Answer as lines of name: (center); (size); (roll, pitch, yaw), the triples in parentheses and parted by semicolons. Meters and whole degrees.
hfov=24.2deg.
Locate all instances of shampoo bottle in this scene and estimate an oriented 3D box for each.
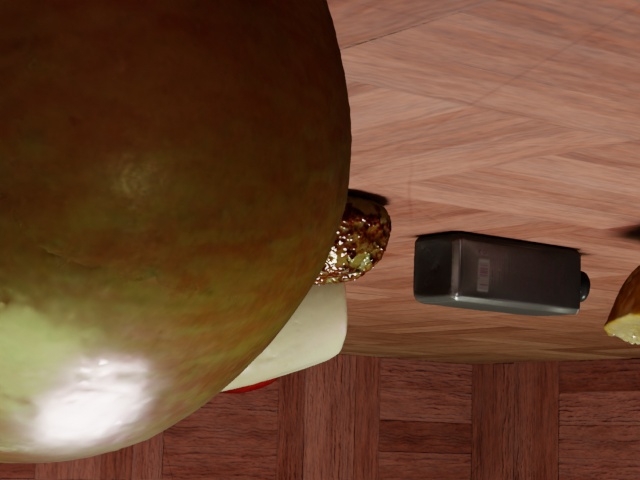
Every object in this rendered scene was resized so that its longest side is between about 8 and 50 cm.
shampoo bottle: (0.223, 0.044, 1.767); (0.246, 0.080, 0.079); (8, 171, -37)

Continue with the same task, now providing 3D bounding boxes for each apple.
apple: (-0.108, -0.046, 0.588); (0.264, 0.264, 0.264); (2, 172, 0)

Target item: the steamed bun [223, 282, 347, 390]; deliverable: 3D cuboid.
steamed bun: (-0.080, 0.048, 1.611); (0.225, 0.200, 0.170); (-13, 135, -19)

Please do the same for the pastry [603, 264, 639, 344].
pastry: (0.449, 0.066, 1.621); (0.236, 0.170, 0.256); (22, 176, -2)

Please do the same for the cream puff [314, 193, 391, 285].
cream puff: (0.000, 0.000, 1.486); (0.149, 0.084, 0.149); (0, 173, 0)

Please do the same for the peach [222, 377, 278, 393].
peach: (-0.104, 0.114, 2.025); (0.197, 0.197, 0.197); (2, 172, 0)
